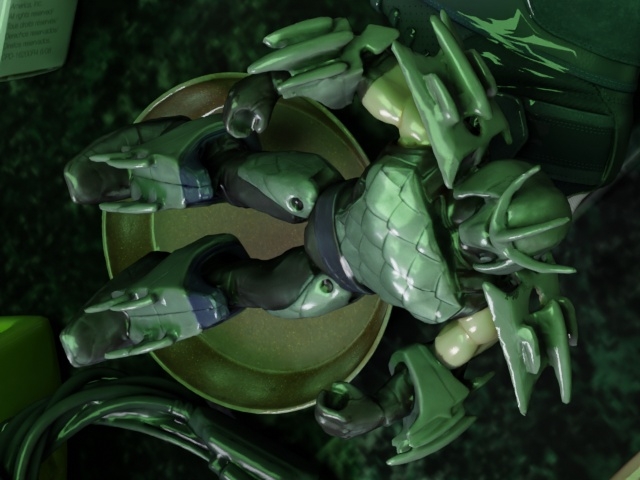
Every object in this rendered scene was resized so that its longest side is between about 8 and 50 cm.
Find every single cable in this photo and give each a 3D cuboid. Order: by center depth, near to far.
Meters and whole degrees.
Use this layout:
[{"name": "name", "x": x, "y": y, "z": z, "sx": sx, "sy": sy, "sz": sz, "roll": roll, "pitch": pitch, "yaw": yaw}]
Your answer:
[{"name": "cable", "x": -0.088, "y": 0.149, "z": 0.995, "sx": 0.184, "sy": 0.047, "sz": 0.150, "roll": 27, "pitch": 91, "yaw": 3}]

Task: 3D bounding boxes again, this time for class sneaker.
[{"name": "sneaker", "x": 0.039, "y": -0.089, "z": 0.880, "sx": 0.226, "sy": 0.086, "sz": 0.163, "roll": 21, "pitch": 112, "yaw": 27}]

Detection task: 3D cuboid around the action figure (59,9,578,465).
[{"name": "action figure", "x": 0.000, "y": 0.000, "z": 0.834, "sx": 0.285, "sy": 0.099, "sz": 0.185, "roll": -2, "pitch": 102, "yaw": 50}]

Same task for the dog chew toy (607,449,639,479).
[{"name": "dog chew toy", "x": 0.232, "y": 0.216, "z": 0.775, "sx": 0.332, "sy": 0.206, "sz": 0.206, "roll": 45, "pitch": 119, "yaw": 6}]

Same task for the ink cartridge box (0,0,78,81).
[{"name": "ink cartridge box", "x": -0.242, "y": -0.288, "z": 1.012, "sx": 0.324, "sy": 0.071, "sz": 0.330, "roll": 24, "pitch": 113, "yaw": 25}]

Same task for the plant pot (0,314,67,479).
[{"name": "plant pot", "x": -0.264, "y": 0.173, "z": 1.040, "sx": 0.227, "sy": 0.228, "sz": 0.207, "roll": -5, "pitch": 106, "yaw": 31}]

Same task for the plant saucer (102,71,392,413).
[{"name": "plant saucer", "x": -0.031, "y": 0.000, "z": 0.974, "sx": 0.168, "sy": 0.029, "sz": 0.168, "roll": 7, "pitch": 104, "yaw": 30}]
